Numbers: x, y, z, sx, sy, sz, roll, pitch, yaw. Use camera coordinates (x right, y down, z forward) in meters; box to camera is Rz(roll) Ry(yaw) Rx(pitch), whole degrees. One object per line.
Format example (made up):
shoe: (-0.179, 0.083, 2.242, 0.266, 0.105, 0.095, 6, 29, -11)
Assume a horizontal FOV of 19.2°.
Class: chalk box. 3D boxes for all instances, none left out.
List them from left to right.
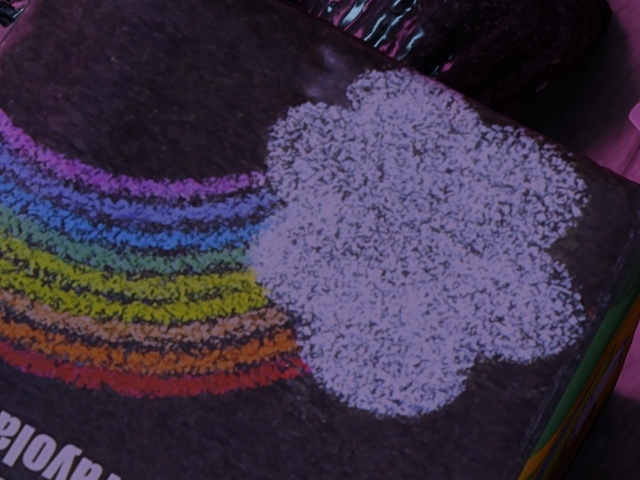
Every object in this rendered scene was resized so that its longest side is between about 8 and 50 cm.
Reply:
chalk box: (-0.054, 0.096, 0.516, 0.289, 0.180, 0.179, -58, -13, -16)

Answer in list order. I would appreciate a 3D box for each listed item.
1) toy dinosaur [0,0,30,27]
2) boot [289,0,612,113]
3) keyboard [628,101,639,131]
toy dinosaur: (-0.091, -0.161, 1.039, 0.322, 0.218, 0.164, -16, -34, -44)
boot: (-0.003, -0.003, 0.738, 0.260, 0.131, 0.348, -34, 35, 22)
keyboard: (0.155, -0.022, 0.577, 0.072, 0.014, 0.256, -49, 19, 13)
